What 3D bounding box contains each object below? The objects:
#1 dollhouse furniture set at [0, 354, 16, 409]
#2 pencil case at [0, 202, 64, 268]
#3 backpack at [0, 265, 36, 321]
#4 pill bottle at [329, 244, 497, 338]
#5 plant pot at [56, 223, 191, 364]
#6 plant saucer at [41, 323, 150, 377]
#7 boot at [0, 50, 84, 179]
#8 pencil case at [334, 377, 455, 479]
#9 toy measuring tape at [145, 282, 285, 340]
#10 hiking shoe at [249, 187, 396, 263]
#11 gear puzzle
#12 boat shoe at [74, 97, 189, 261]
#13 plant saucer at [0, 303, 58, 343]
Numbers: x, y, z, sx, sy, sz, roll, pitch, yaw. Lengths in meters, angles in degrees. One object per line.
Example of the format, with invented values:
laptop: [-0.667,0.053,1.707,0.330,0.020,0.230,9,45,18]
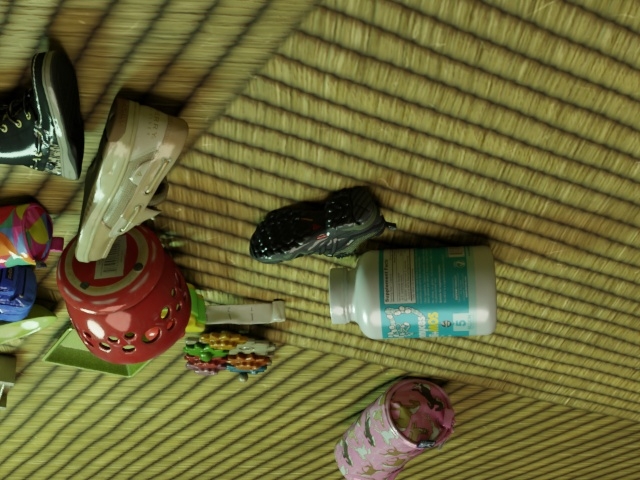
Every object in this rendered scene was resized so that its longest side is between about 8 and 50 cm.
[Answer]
dollhouse furniture set: [-0.713,0.298,2.200,0.129,0.129,0.184,14,125,-22]
pencil case: [-0.523,0.005,1.640,0.236,0.104,0.104,-6,151,14]
backpack: [-0.534,0.082,1.783,0.120,0.098,0.101,15,145,-24]
pill bottle: [0.148,0.085,1.727,0.264,0.146,0.146,-3,152,6]
plant pot: [-0.314,0.073,1.674,0.191,0.191,0.174,-5,145,9]
plant saucer: [-0.419,0.200,2.060,0.188,0.045,0.188,15,148,-25]
boot: [-0.396,-0.156,1.347,0.178,0.085,0.236,5,152,-3]
pencil case: [0.159,0.439,2.389,0.160,0.167,0.386,-24,163,-28]
toy measuring tape: [-0.206,0.114,1.836,0.330,0.121,0.121,1,153,-20]
hiking shoe: [0.000,0.000,1.632,0.227,0.086,0.114,-17,144,27]
gear puzzle: [-0.174,0.223,2.038,0.175,0.044,0.339,3,162,-5]
boat shoe: [-0.268,-0.063,1.481,0.110,0.122,0.341,11,149,-17]
plant saucer: [-0.591,0.158,1.908,0.241,0.037,0.241,-18,172,-3]
